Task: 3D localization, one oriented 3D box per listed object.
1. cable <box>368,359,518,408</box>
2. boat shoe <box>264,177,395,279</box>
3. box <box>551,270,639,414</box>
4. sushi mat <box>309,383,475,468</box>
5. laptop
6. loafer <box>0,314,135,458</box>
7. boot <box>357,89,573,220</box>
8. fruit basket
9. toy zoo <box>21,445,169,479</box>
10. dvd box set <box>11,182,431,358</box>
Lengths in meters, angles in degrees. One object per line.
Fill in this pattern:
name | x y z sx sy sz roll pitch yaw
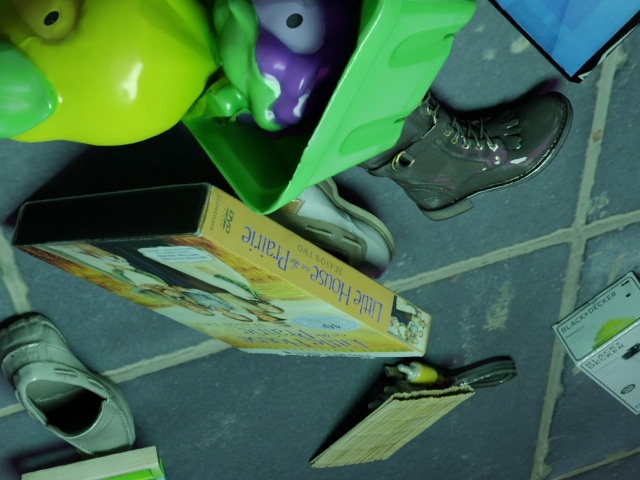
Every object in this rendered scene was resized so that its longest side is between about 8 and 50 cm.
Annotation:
cable | 0.198 0.246 1.839 0.287 0.072 0.139 9 133 -34
boat shoe | 0.000 0.000 1.393 0.113 0.103 0.302 0 159 29
box | 0.537 0.183 1.936 0.169 0.087 0.290 -37 139 14
sushi mat | 0.110 0.308 1.837 0.151 0.019 0.316 -2 152 -29
laptop | 0.246 -0.328 1.173 0.264 0.136 0.234 21 122 -42
loafer | -0.332 0.222 1.501 0.112 0.111 0.319 -27 141 2
boot | 0.163 -0.133 1.383 0.263 0.091 0.229 -36 140 17
fruit basket | -0.115 -0.207 0.937 0.392 0.392 0.283 5 132 -32
toy zoo | -0.323 0.386 1.701 0.192 0.030 0.293 -11 153 -7
dvd box set | -0.107 0.050 1.337 0.307 0.062 0.420 -3 157 38
